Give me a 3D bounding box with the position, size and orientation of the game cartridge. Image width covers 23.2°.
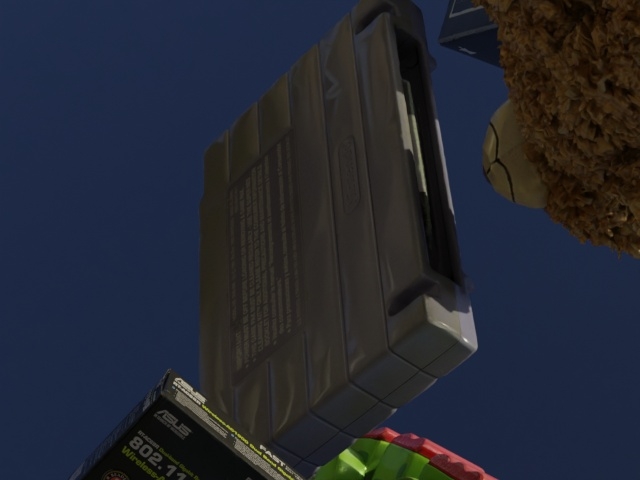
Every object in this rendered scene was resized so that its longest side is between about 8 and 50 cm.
[{"bbox_3d":[0.000,0.000,1.111,0.230,0.068,0.355,-45,-148,32],"label":"game cartridge"}]

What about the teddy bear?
[{"bbox_3d":[0.145,-0.096,0.877,0.113,0.338,0.245,-38,-91,-8],"label":"teddy bear"}]

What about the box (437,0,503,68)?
[{"bbox_3d":[0.265,-0.281,1.266,0.296,0.183,0.294,3,-106,71],"label":"box"}]

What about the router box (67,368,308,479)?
[{"bbox_3d":[-0.072,0.148,0.900,0.092,0.122,0.038,-47,-170,16],"label":"router box"}]

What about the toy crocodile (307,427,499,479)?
[{"bbox_3d":[0.069,0.176,1.032,0.105,0.115,0.340,-63,-158,-6],"label":"toy crocodile"}]
